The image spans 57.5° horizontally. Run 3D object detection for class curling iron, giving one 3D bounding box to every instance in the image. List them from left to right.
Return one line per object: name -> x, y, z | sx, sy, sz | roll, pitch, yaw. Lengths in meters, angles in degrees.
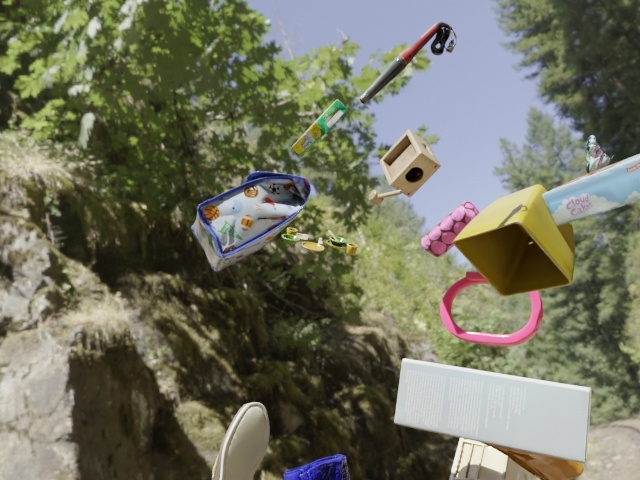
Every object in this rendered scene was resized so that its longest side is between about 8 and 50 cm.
curling iron -> 0.188, -0.377, 1.241 | 0.274, 0.068, 0.035 | -39, -8, -14

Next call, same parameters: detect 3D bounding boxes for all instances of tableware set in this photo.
tableware set -> 0.000, 0.000, 1.190 | 0.154, 0.024, 0.104 | 13, 16, 2

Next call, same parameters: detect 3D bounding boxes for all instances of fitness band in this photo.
fitness band -> 0.487, 0.196, 1.676 | 0.290, 0.209, 0.054 | 1, -18, 33

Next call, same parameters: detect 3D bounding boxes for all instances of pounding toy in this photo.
pounding toy -> 0.233, -0.170, 1.637 | 0.094, 0.181, 0.206 | 27, -60, -30

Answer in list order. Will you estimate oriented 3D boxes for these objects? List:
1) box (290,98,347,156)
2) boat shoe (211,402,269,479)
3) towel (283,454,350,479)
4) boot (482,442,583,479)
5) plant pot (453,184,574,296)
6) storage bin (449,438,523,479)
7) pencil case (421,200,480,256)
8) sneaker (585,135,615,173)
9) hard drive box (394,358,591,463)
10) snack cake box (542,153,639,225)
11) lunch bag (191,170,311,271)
box -> -0.010, -0.284, 1.518 | 0.105, 0.043, 0.179 | -51, 11, -28
boat shoe -> -0.212, 0.563, 1.460 | 0.116, 0.325, 0.096 | 16, -11, -28
towel -> 0.026, 0.684, 1.392 | 0.076, 0.309, 0.227 | -21, -17, 34
boot -> 0.366, 0.407, 1.196 | 0.104, 0.211, 0.295 | -50, 10, -23
plant pot -> 0.500, -0.012, 1.445 | 0.212, 0.212, 0.187 | -23, 26, 55
storage bin -> 0.407, 0.614, 1.391 | 0.123, 0.262, 0.260 | -7, 25, 28
pencil case -> 0.432, -0.030, 1.909 | 0.098, 0.095, 0.209 | 38, -53, -11
sneaker -> 0.720, -0.221, 1.497 | 0.069, 0.098, 0.038 | -2, 9, 4
hard drive box -> 0.239, 0.227, 0.797 | 0.232, 0.089, 0.181 | 5, -12, 23
snack cake box -> 0.665, -0.125, 1.318 | 0.152, 0.089, 0.264 | -23, -1, -37
lunch bag -> -0.237, -0.089, 2.035 | 0.385, 0.239, 0.328 | -27, -1, -18
